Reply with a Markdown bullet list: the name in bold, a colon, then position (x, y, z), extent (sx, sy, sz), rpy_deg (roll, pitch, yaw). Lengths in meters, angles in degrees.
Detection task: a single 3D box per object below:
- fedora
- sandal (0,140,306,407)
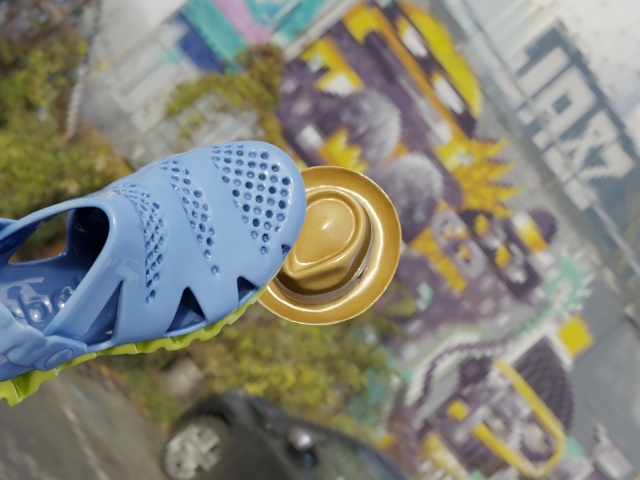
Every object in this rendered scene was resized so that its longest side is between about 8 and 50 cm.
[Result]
- **fedora**: position (0.000, 0.000, 1.792), extent (0.194, 0.194, 0.079), rpy_deg (49, -7, 11)
- **sandal**: position (-0.141, 0.015, 1.043), extent (0.126, 0.317, 0.138), rpy_deg (54, -26, 16)
